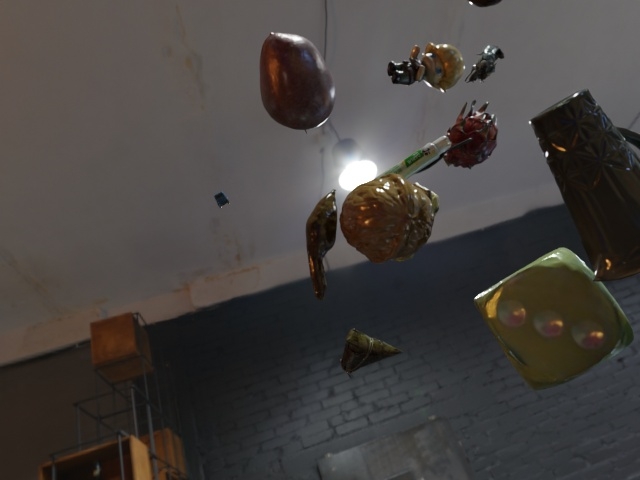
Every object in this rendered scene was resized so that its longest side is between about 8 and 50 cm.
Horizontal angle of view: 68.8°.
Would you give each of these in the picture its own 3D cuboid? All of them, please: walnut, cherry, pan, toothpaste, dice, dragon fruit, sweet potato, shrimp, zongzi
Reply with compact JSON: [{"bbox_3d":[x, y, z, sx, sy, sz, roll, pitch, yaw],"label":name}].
[{"bbox_3d":[0.143,-0.046,1.013,0.213,0.213,0.213,-16,-32,-10],"label":"walnut"},{"bbox_3d":[-0.075,-0.461,1.370,0.221,0.261,0.307,-26,-54,-7],"label":"cherry"},{"bbox_3d":[0.422,-0.305,1.650,0.235,0.028,0.136,-28,-12,19],"label":"pan"},{"bbox_3d":[0.224,-0.190,1.302,0.314,0.056,0.058,-34,8,-3],"label":"toothpaste"},{"bbox_3d":[0.526,0.178,1.083,0.250,0.252,0.254,-34,-18,12],"label":"dice"},{"bbox_3d":[0.563,-0.385,1.734,0.192,0.193,0.274,29,-79,-32],"label":"dragon fruit"},{"bbox_3d":[-0.002,0.002,1.084,0.075,0.269,0.075,6,-11,1],"label":"sweet potato"},{"bbox_3d":[0.461,-0.504,1.326,0.082,0.174,0.076,-10,-55,50],"label":"shrimp"},{"bbox_3d":[0.162,0.392,1.539,0.184,0.084,0.187,16,-48,7],"label":"zongzi"}]

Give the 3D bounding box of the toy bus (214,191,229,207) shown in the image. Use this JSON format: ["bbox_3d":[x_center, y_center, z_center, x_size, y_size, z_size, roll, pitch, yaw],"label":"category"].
[{"bbox_3d":[-0.342,-0.141,1.610,0.038,0.046,0.083,-31,3,-8],"label":"toy bus"}]

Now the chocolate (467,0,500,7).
[{"bbox_3d":[0.455,-0.730,1.259,0.177,0.177,0.177,-16,-32,-10],"label":"chocolate"}]

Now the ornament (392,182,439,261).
[{"bbox_3d":[0.201,-0.061,1.210,0.059,0.180,0.201,14,-71,-43],"label":"ornament"}]

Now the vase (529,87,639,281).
[{"bbox_3d":[0.493,-0.113,0.812,0.251,0.301,0.156,-33,2,-14],"label":"vase"}]

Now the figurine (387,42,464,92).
[{"bbox_3d":[0.268,-0.441,1.189,0.196,0.114,0.108,-7,-37,-19],"label":"figurine"}]
